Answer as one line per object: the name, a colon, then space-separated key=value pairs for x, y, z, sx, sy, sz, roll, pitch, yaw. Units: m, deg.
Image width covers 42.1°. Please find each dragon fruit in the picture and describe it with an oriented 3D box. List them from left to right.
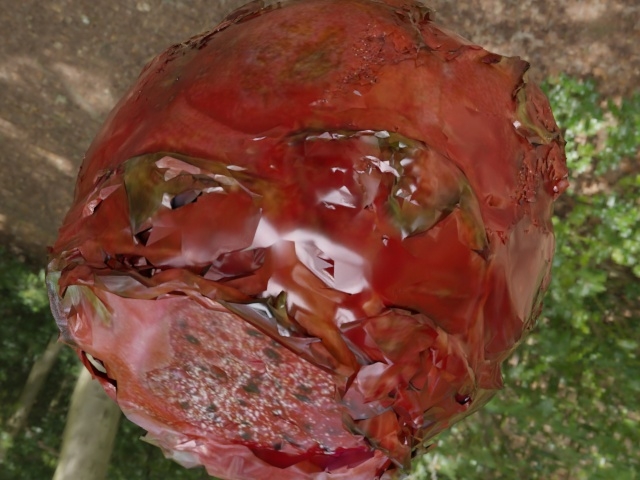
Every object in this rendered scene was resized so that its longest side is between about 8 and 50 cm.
dragon fruit: x=0.000 y=0.000 z=0.504 sx=0.295 sy=0.301 sz=0.296 roll=36 pitch=148 yaw=27
